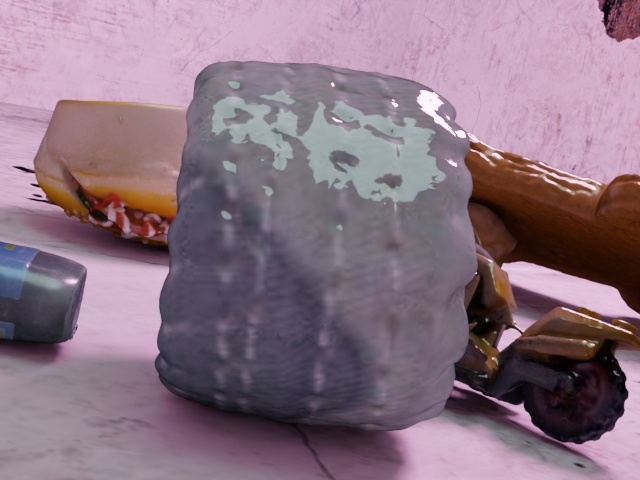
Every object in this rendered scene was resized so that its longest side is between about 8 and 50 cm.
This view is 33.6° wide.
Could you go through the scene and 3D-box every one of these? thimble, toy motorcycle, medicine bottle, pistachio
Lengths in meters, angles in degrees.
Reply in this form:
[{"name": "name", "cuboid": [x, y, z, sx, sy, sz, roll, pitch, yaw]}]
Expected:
[{"name": "thimble", "cuboid": [0.000, 0.000, 0.625, 0.172, 0.205, 0.250, 6, 16, -3]}, {"name": "toy motorcycle", "cuboid": [0.123, 0.052, 0.762, 0.229, 0.130, 0.094, 20, -10, 40]}, {"name": "medicine bottle", "cuboid": [-0.248, 0.018, 0.635, 0.208, 0.054, 0.090, 12, 7, -9]}, {"name": "pistachio", "cuboid": [0.166, -0.001, 1.317, 0.149, 0.113, 0.113, 19, 9, 34]}]

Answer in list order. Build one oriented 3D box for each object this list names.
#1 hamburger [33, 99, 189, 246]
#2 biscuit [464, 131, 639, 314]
[{"name": "hamburger", "cuboid": [-0.152, -0.066, 1.097, 0.227, 0.151, 0.295, 12, 9, 40]}, {"name": "biscuit", "cuboid": [0.317, -0.021, 1.323, 0.394, 0.076, 0.368, 19, -15, 32]}]
